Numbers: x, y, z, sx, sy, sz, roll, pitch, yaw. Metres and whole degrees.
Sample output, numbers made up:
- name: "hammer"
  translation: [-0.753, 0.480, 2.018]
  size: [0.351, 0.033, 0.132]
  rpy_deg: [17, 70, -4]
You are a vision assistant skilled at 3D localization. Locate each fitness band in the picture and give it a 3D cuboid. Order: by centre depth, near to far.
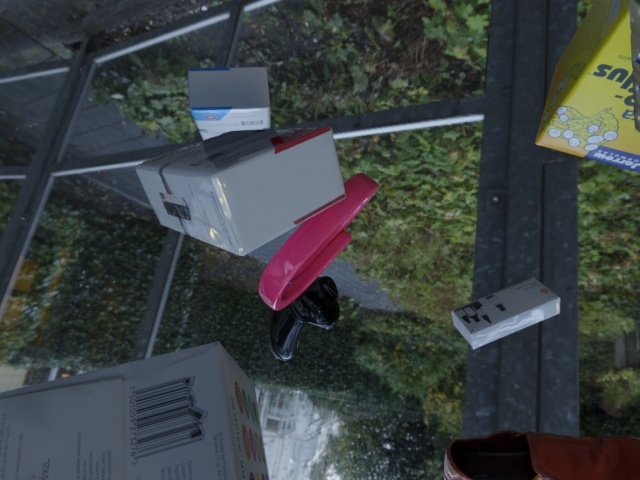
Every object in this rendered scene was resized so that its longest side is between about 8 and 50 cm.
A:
- name: "fitness band"
  translation: [0.000, 0.000, 0.733]
  size: [0.054, 0.291, 0.209]
  rpy_deg: [39, 162, 11]

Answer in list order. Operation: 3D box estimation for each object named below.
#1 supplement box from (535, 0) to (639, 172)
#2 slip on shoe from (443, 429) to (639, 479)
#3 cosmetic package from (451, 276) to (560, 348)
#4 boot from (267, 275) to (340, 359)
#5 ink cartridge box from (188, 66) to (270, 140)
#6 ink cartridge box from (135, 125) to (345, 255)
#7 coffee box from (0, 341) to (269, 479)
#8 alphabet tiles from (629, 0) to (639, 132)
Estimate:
- name: "supplement box"
  translation: [0.500, -0.290, 0.603]
  size: [0.194, 0.195, 0.356]
  rpy_deg: [20, 162, 12]
- name: "slip on shoe"
  translation: [0.357, 0.356, 0.648]
  size: [0.331, 0.123, 0.101]
  rpy_deg: [-12, 119, 20]
- name: "cosmetic package"
  translation: [0.466, 0.179, 1.044]
  size: [0.239, 0.099, 0.060]
  rpy_deg: [-22, 123, -4]
- name: "boot"
  translation: [-0.045, 0.210, 1.080]
  size: [0.094, 0.247, 0.207]
  rpy_deg: [2, 179, -40]
- name: "ink cartridge box"
  translation: [-0.180, -0.268, 0.856]
  size: [0.148, 0.086, 0.203]
  rpy_deg: [-5, 175, -8]
- name: "ink cartridge box"
  translation: [-0.130, -0.092, 0.636]
  size: [0.273, 0.197, 0.114]
  rpy_deg: [16, 128, 47]
- name: "coffee box"
  translation: [-0.264, 0.400, 0.647]
  size: [0.338, 0.338, 0.334]
  rpy_deg: [-13, 150, -6]
- name: "alphabet tiles"
  translation: [0.390, -0.087, 0.375]
  size: [0.011, 0.285, 0.342]
  rpy_deg: [-35, 140, 19]
